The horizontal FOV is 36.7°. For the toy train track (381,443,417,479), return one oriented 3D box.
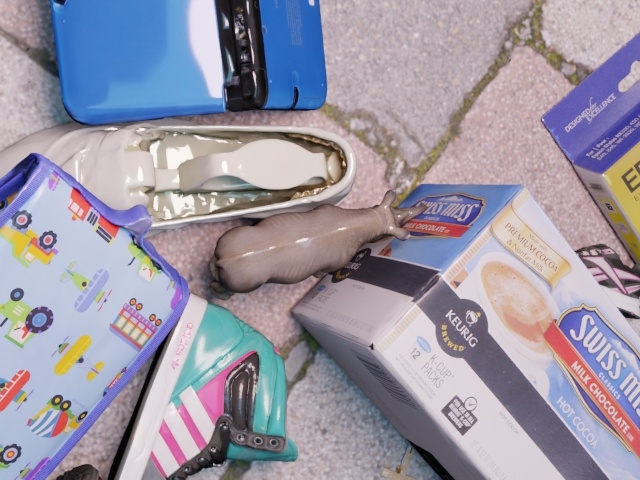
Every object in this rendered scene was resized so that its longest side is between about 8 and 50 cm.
[{"bbox_3d":[0.104,0.269,1.158,0.048,0.014,0.083,22,88,-20],"label":"toy train track"}]

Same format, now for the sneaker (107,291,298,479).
[{"bbox_3d":[-0.118,0.222,1.026,0.178,0.124,0.295,22,87,-10],"label":"sneaker"}]

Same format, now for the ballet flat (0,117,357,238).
[{"bbox_3d":[-0.146,-0.069,0.972,0.400,0.139,0.139,-5,98,-18],"label":"ballet flat"}]

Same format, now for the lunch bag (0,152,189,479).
[{"bbox_3d":[-0.268,0.072,0.886,0.293,0.138,0.221,-43,130,-1],"label":"lunch bag"}]

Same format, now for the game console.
[{"bbox_3d":[-0.128,-0.269,0.970,0.173,0.250,0.293,-3,95,25],"label":"game console"}]

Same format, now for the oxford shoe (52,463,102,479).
[{"bbox_3d":[-0.283,0.334,1.003,0.096,0.083,0.227,33,94,-26],"label":"oxford shoe"}]

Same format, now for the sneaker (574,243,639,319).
[{"bbox_3d":[0.325,0.035,1.189,0.178,0.072,0.077,23,76,-28],"label":"sneaker"}]

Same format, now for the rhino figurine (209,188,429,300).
[{"bbox_3d":[0.000,0.000,0.995,0.243,0.106,0.073,-16,81,-9],"label":"rhino figurine"}]

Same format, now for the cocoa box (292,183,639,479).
[{"bbox_3d":[0.188,0.134,1.055,0.228,0.231,0.347,-45,107,-13],"label":"cocoa box"}]

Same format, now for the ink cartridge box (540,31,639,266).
[{"bbox_3d":[0.476,-0.122,1.217,0.303,0.072,0.307,-41,109,-11],"label":"ink cartridge box"}]

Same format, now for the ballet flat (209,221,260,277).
[{"bbox_3d":[-0.040,0.002,1.061,0.173,0.049,0.057,-21,101,-16],"label":"ballet flat"}]
